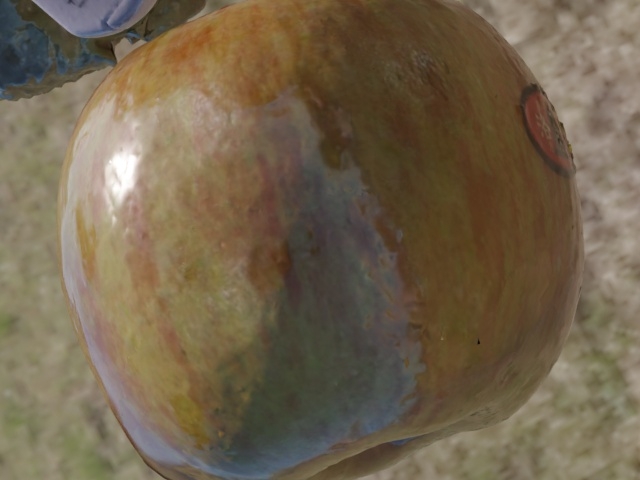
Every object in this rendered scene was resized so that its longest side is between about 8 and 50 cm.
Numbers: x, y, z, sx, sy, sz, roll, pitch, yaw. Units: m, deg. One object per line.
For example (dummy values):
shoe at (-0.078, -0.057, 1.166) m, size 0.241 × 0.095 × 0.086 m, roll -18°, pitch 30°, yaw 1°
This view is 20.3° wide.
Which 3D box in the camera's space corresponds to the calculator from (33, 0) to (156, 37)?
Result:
calculator at (-0.160, -0.186, 0.987) m, size 0.175 × 0.032 × 0.100 m, roll 40°, pitch 135°, yaw -7°

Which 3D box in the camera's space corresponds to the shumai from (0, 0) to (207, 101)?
shumai at (-0.221, -0.298, 1.459) m, size 0.217 × 0.346 × 0.283 m, roll 2°, pitch 126°, yaw 42°

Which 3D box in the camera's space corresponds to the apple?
apple at (0.000, 0.000, 0.715) m, size 0.211 × 0.211 × 0.187 m, roll -34°, pitch 72°, yaw 62°
